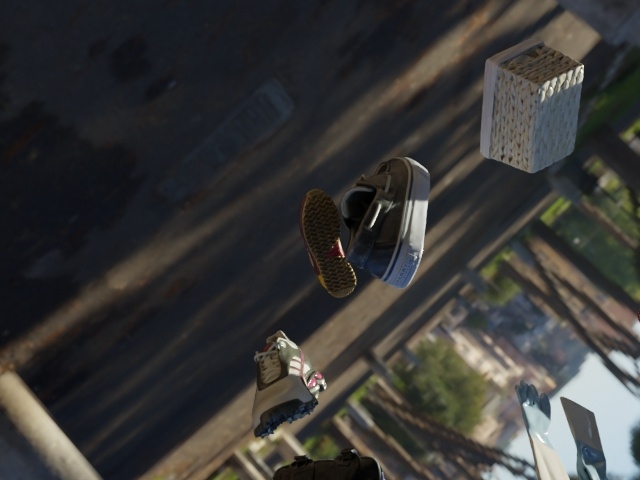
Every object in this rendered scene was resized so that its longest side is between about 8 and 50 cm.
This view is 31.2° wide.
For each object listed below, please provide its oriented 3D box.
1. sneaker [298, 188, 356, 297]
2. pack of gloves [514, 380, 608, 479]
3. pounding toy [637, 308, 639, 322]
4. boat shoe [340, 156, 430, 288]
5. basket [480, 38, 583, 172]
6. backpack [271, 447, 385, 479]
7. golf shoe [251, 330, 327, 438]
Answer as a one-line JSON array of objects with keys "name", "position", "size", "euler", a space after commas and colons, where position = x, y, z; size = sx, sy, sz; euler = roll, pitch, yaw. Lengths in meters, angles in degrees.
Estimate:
[{"name": "sneaker", "position": [0.000, 0.000, 1.836], "size": [0.070, 0.185, 0.084], "euler": [-19, -158, -14]}, {"name": "pack of gloves", "position": [0.393, 0.345, 1.873], "size": [0.046, 0.195, 0.232], "euler": [-45, -150, 30]}, {"name": "pounding toy", "position": [0.616, 0.108, 1.940], "size": [0.237, 0.110, 0.183], "euler": [-44, -171, 12]}, {"name": "boat shoe", "position": [0.092, -0.053, 1.745], "size": [0.335, 0.119, 0.121], "euler": [-86, -158, -64]}, {"name": "basket", "position": [0.314, -0.197, 1.703], "size": [0.113, 0.103, 0.167], "euler": [-27, 132, -30]}, {"name": "backpack", "position": [0.010, 0.515, 1.973], "size": [0.225, 0.191, 0.253], "euler": [-9, -148, 18]}, {"name": "golf shoe", "position": [-0.068, 0.217, 1.729], "size": [0.105, 0.120, 0.273], "euler": [-28, -178, 6]}]
